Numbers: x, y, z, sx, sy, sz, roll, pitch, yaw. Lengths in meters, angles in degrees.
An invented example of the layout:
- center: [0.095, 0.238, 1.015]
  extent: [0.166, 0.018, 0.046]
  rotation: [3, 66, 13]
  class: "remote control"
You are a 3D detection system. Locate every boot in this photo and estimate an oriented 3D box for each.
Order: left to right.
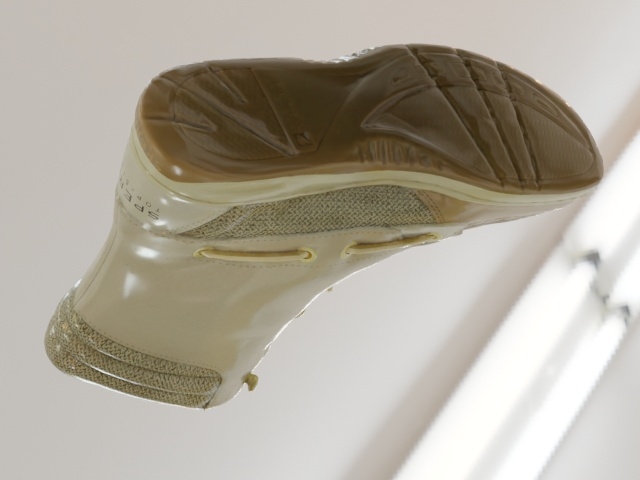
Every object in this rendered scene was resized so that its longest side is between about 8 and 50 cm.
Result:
- center: [0.000, 0.000, 0.864]
  extent: [0.262, 0.203, 0.095]
  rotation: [-5, -125, -31]
  class: "boot"
